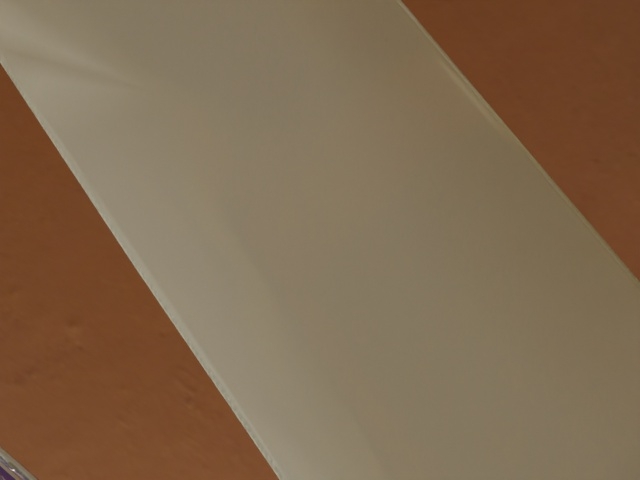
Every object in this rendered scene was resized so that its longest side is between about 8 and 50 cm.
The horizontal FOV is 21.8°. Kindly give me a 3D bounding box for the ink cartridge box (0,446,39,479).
[{"bbox_3d":[-0.135,0.188,0.850,0.072,0.307,0.303,-47,-60,-11],"label":"ink cartridge box"}]

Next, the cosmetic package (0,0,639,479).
[{"bbox_3d":[0.000,0.000,0.519,0.097,0.377,0.284,-36,-26,0],"label":"cosmetic package"}]
